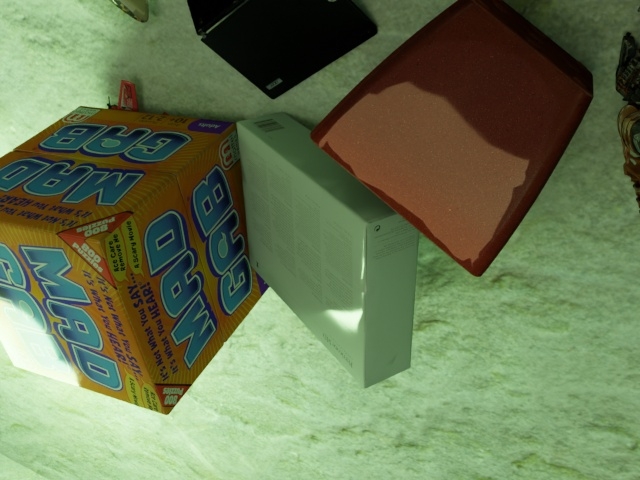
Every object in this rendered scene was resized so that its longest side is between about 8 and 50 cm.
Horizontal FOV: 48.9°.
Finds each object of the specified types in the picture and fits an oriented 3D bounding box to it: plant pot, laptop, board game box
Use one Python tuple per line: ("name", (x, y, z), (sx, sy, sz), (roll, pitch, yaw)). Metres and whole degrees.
("plant pot", (0.193, -0.162, 0.889), (0.267, 0.267, 0.236), (41, 119, 2))
("laptop", (-0.076, -0.384, 1.051), (0.234, 0.136, 0.264), (-23, 81, 38))
("board game box", (-0.349, 0.014, 1.228), (0.356, 0.356, 0.356), (10, 130, 26))

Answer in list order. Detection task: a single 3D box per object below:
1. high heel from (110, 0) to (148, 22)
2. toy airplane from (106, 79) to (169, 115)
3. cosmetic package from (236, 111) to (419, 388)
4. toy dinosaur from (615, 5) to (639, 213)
("high heel", (-0.385, -0.469, 1.152), (0.186, 0.093, 0.261), (7, 133, 48))
("toy airplane", (-0.332, -0.224, 1.299), (0.151, 0.028, 0.151), (16, 129, 21))
("cosmetic package", (0.000, 0.000, 1.087), (0.377, 0.097, 0.284), (42, 140, 46))
("toy dinosaur", (0.432, -0.143, 0.827), (0.218, 0.164, 0.322), (45, 165, 54))
